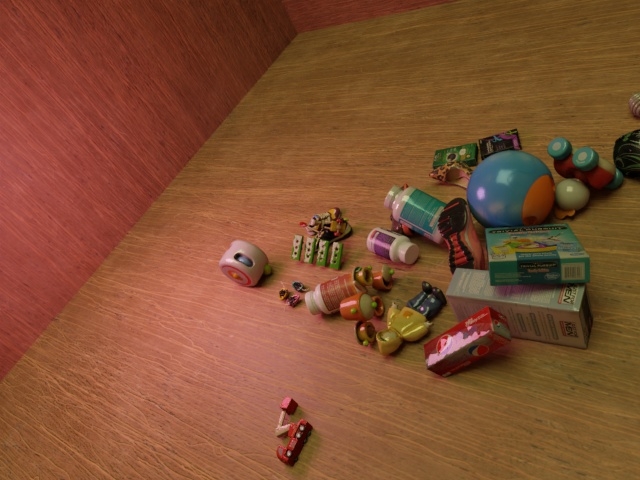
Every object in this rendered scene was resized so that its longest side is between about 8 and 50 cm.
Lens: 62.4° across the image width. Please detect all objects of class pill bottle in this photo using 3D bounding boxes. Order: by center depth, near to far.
[{"bbox_3d":[0.057,0.203,1.980,0.216,0.121,0.121,-21,40,15],"label":"pill bottle"},{"bbox_3d":[0.374,-0.107,1.984,0.264,0.146,0.146,31,68,17],"label":"pill bottle"},{"bbox_3d":[0.278,0.024,2.023,0.108,0.108,0.193,-47,40,-16],"label":"pill bottle"}]

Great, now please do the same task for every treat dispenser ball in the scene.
[{"bbox_3d":[0.649,-0.163,1.812,0.288,0.288,0.288,-19,41,18],"label":"treat dispenser ball"}]

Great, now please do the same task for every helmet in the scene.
[{"bbox_3d":[1.082,-0.289,1.755,0.169,0.169,0.161,-48,24,-17],"label":"helmet"}]

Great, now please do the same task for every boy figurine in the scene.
[{"bbox_3d":[0.288,0.266,1.781,0.285,0.092,0.177,-41,42,-13],"label":"boy figurine"}]

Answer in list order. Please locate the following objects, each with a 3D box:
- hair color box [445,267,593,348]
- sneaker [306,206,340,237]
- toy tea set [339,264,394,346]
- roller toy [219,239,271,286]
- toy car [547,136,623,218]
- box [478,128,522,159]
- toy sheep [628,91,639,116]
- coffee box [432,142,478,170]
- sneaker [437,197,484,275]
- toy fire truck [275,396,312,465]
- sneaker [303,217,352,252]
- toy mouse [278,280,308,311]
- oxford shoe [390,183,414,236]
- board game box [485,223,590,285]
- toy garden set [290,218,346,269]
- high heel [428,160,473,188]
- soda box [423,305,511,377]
[{"bbox_3d":[0.585,0.195,1.567,0.374,0.185,0.113,5,51,38],"label":"hair color box"},{"bbox_3d":[0.013,-0.094,2.350,0.185,0.084,0.069,-47,40,-16],"label":"sneaker"},{"bbox_3d":[0.189,0.193,1.843,0.124,0.200,0.336,-15,36,35],"label":"toy tea set"},{"bbox_3d":[-0.339,0.105,2.304,0.209,0.191,0.146,4,53,37],"label":"roller toy"},{"bbox_3d":[0.858,-0.192,1.812,0.238,0.219,0.210,-60,37,13],"label":"toy car"},{"bbox_3d":[0.744,-0.401,2.200,0.162,0.029,0.116,-16,42,23],"label":"box"},{"bbox_3d":[1.188,-0.505,1.954,0.091,0.091,0.132,-24,45,13],"label":"toy sheep"},{"bbox_3d":[0.576,-0.354,2.260,0.184,0.040,0.113,-8,45,28],"label":"coffee box"},{"bbox_3d":[0.496,0.005,1.828,0.116,0.136,0.313,-23,59,38],"label":"sneaker"},{"bbox_3d":[-0.102,0.618,1.720,0.135,0.047,0.192,6,54,39],"label":"toy fire truck"},{"bbox_3d":[0.021,-0.033,2.270,0.235,0.097,0.084,-27,39,9],"label":"sneaker"},{"bbox_3d":[-0.104,0.218,2.149,0.143,0.031,0.161,-16,42,21],"label":"toy mouse"},{"bbox_3d":[0.327,-0.125,2.157,0.098,0.097,0.271,-17,41,29],"label":"oxford shoe"},{"bbox_3d":[0.627,0.035,1.573,0.254,0.079,0.336,-3,16,16],"label":"board game box"},{"bbox_3d":[0.000,0.000,2.209,0.244,0.049,0.203,12,95,34],"label":"toy garden set"},{"bbox_3d":[0.552,-0.233,2.103,0.261,0.093,0.186,-1,42,23],"label":"high heel"},{"bbox_3d":[0.429,0.303,1.562,0.263,0.083,0.092,-42,30,36],"label":"soda box"}]
